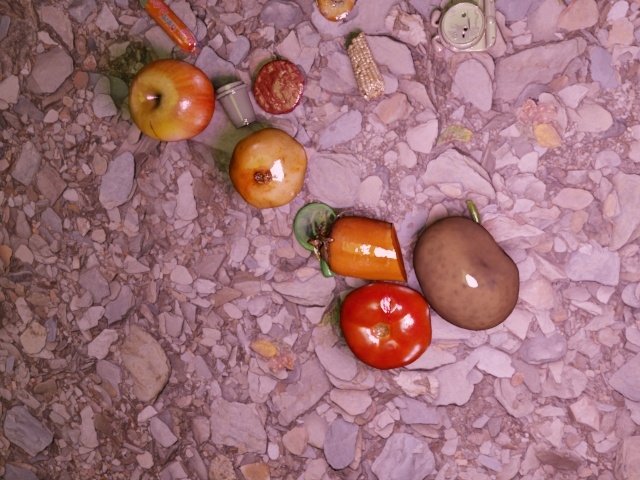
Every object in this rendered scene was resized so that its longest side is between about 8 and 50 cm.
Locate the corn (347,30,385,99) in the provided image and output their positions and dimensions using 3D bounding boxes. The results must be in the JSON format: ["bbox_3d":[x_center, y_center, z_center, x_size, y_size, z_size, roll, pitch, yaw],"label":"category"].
[{"bbox_3d":[0.136,-0.542,1.729,0.087,0.087,0.211,-23,88,17],"label":"corn"}]

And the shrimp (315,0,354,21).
[{"bbox_3d":[0.043,-0.790,1.748,0.132,0.052,0.188,-18,99,5],"label":"shrimp"}]

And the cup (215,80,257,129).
[{"bbox_3d":[-0.276,-0.449,1.839,0.119,0.120,0.141,-20,99,17],"label":"cup"}]

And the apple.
[{"bbox_3d":[-0.487,-0.460,1.831,0.285,0.233,0.286,3,100,19],"label":"apple"}]

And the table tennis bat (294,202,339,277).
[{"bbox_3d":[0.000,0.000,1.858,0.160,0.039,0.257,-15,91,16],"label":"table tennis bat"}]

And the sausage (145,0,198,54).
[{"bbox_3d":[-0.497,-0.724,1.885,0.071,0.071,0.234,-44,85,16],"label":"sausage"}]

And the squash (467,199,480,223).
[{"bbox_3d":[0.479,-0.084,1.721,0.027,0.027,0.089,-17,91,16],"label":"squash"}]

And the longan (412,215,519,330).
[{"bbox_3d":[0.428,0.097,1.635,0.288,0.288,0.350,-34,82,16],"label":"longan"}]

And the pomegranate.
[{"bbox_3d":[-0.163,-0.228,1.761,0.264,0.264,0.265,2,97,15],"label":"pomegranate"}]

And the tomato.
[{"bbox_3d":[0.204,0.257,1.734,0.298,0.226,0.299,3,104,11],"label":"tomato"}]

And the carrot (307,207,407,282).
[{"bbox_3d":[0.114,0.016,1.731,0.330,0.193,0.215,4,113,10],"label":"carrot"}]

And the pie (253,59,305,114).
[{"bbox_3d":[-0.137,-0.506,1.825,0.182,0.049,0.183,2,98,17],"label":"pie"}]

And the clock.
[{"bbox_3d":[0.426,-0.638,1.649,0.190,0.062,0.152,-3,96,16],"label":"clock"}]
